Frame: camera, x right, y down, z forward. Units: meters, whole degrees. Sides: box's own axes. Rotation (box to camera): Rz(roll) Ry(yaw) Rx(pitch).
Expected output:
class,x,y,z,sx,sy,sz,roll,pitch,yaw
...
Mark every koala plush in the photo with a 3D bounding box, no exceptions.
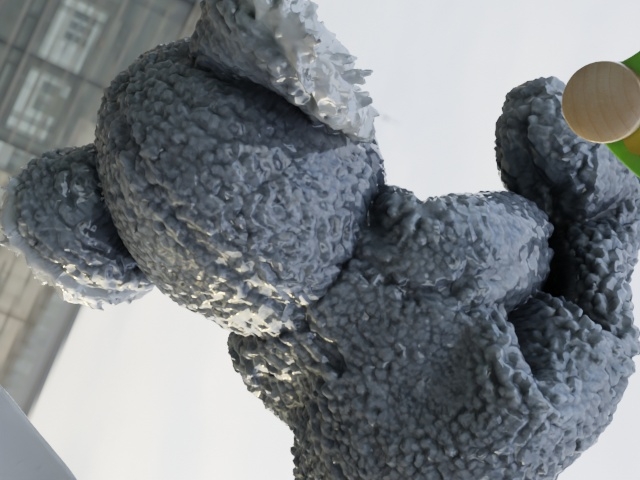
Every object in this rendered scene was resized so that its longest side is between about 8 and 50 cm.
class,x,y,z,sx,sy,sz,roll,pitch,yaw
koala plush,0.000,0.000,0.490,0.196,0.221,0.203,-33,-150,32

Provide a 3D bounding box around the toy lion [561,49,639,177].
class,x,y,z,sx,sy,sz,roll,pitch,yaw
toy lion,0.132,-0.047,0.335,0.100,0.096,0.034,-55,162,22

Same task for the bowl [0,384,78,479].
class,x,y,z,sx,sy,sz,roll,pitch,yaw
bowl,-0.148,0.052,0.371,0.053,0.142,0.142,-44,167,0
